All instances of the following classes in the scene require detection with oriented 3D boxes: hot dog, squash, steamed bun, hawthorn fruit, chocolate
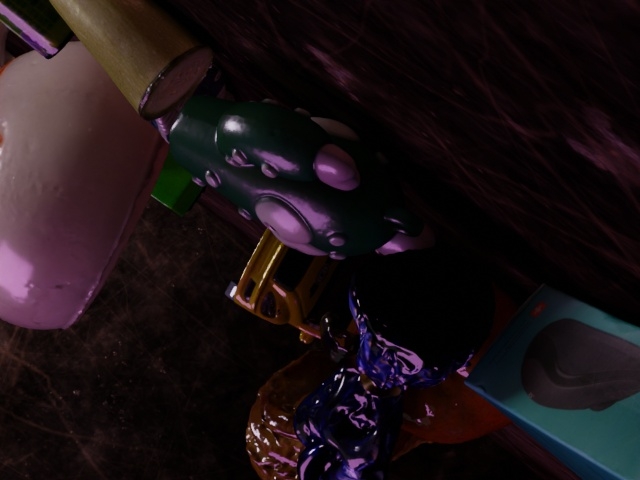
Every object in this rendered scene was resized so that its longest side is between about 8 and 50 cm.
[{"bbox_3d":[0.036,0.180,1.774,0.175,0.114,0.259,7,-164,29],"label":"hot dog"},{"bbox_3d":[-0.206,-0.213,1.595,0.224,0.094,0.094,42,177,18],"label":"squash"},{"bbox_3d":[-0.342,-0.081,2.059,0.241,0.374,0.374,24,179,-16],"label":"steamed bun"},{"bbox_3d":[0.136,0.115,1.646,0.189,0.189,0.189,38,175,4],"label":"hawthorn fruit"},{"bbox_3d":[0.048,0.129,1.517,0.148,0.126,0.343,45,146,14],"label":"chocolate"}]

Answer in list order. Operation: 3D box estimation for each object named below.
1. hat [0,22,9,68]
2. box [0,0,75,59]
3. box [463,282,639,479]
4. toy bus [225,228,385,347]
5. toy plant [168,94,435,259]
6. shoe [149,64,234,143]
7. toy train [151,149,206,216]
[{"bbox_3d":[-0.443,-0.314,2.129,0.203,0.126,0.203,38,175,4],"label":"hat"},{"bbox_3d":[-0.387,-0.333,1.743,0.345,0.097,0.134,40,-177,-18],"label":"box"},{"bbox_3d":[0.273,0.160,1.320,0.205,0.118,0.311,38,176,-21],"label":"box"},{"bbox_3d":[0.028,0.046,1.808,0.151,0.145,0.331,30,-179,19],"label":"toy bus"},{"bbox_3d":[-0.013,-0.052,1.453,0.232,0.112,0.243,35,168,-39],"label":"toy plant"},{"bbox_3d":[-0.154,-0.151,1.718,0.106,0.091,0.207,33,178,4],"label":"shoe"},{"bbox_3d":[-0.256,-0.128,2.515,0.188,0.132,0.243,35,179,-15],"label":"toy train"}]
